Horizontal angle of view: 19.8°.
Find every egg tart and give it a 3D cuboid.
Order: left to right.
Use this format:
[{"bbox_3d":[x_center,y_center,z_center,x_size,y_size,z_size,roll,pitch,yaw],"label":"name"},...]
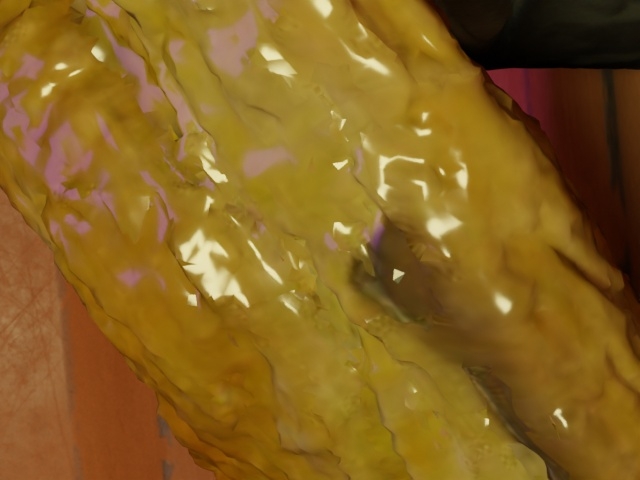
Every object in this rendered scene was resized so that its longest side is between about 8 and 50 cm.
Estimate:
[{"bbox_3d":[0.000,0.000,0.606,0.340,0.153,0.351,60,179,10],"label":"egg tart"}]

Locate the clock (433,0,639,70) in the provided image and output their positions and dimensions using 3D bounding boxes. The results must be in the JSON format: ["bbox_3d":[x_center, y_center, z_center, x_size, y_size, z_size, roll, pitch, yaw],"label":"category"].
[{"bbox_3d":[0.069,-0.214,0.599,0.325,0.067,0.325,174,90,-83],"label":"clock"}]
